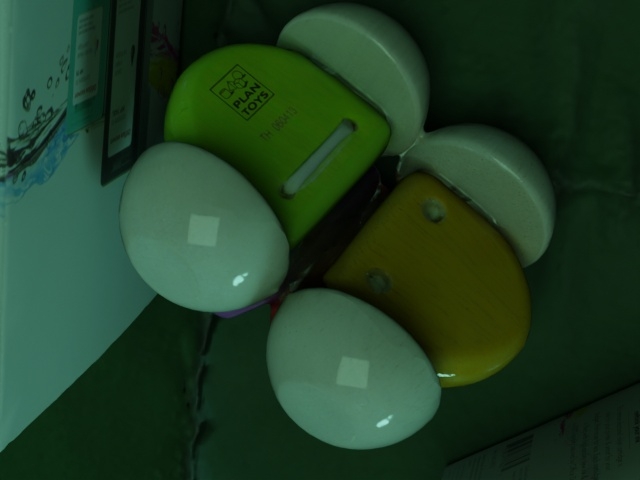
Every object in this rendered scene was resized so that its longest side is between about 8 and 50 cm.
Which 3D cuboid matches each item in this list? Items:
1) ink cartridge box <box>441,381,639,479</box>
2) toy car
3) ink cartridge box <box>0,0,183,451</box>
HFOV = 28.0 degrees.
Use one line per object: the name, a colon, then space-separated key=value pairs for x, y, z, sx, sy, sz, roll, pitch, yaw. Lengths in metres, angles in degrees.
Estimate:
ink cartridge box: x=0.140 y=0.113 z=0.570 sx=0.181 sy=0.104 sz=0.061 roll=-28 pitch=100 yaw=20
toy car: x=0.000 y=0.000 z=0.561 sx=0.182 sy=0.159 sz=0.136 roll=43 pitch=148 yaw=-3
ink cartridge box: x=-0.178 y=-0.086 z=0.530 sx=0.198 sy=0.197 sz=0.270 roll=10 pitch=109 yaw=9
